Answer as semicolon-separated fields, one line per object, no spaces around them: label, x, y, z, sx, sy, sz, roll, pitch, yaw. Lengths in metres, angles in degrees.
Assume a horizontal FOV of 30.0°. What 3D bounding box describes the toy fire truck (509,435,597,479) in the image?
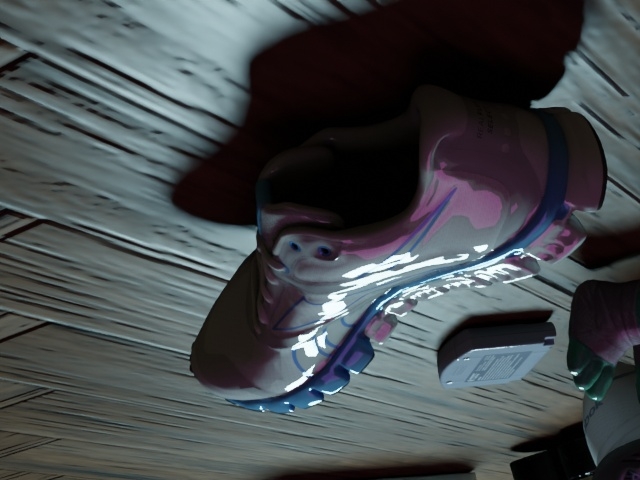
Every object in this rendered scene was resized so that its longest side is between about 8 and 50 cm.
toy fire truck;0.317;0.214;0.970;0.246;0.158;0.217;-7;162;-35

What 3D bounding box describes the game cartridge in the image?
game cartridge;0.095;0.065;0.668;0.056;0.017;0.083;-8;159;-9

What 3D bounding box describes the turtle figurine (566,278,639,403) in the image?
turtle figurine;0.239;0.044;0.527;0.234;0.118;0.175;-4;149;39

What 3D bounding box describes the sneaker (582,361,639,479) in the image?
sneaker;0.293;0.099;0.686;0.297;0.129;0.111;0;118;-4

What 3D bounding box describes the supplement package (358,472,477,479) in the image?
supplement package;0.046;0.272;1.058;0.179;0.105;0.105;0;158;-17

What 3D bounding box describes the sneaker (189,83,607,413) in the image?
sneaker;0.000;0.000;0.415;0.083;0.071;0.190;18;140;-36
